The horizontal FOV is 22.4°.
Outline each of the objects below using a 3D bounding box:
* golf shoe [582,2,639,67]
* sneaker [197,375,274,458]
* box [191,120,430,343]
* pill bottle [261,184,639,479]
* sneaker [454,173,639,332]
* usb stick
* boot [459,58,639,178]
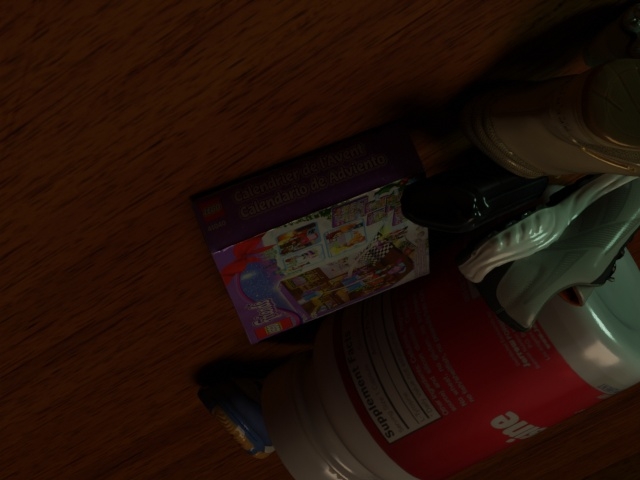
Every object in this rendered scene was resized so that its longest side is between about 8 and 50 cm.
[{"bbox_3d":[0.304,-0.172,1.403,0.176,0.069,0.086,0,169,-35],"label":"golf shoe"},{"bbox_3d":[-0.042,0.190,1.956,0.131,0.112,0.296,-43,158,8],"label":"sneaker"},{"bbox_3d":[0.000,0.000,1.525,0.201,0.057,0.293,-22,161,-3],"label":"box"},{"bbox_3d":[0.143,0.128,1.755,0.408,0.229,0.229,-31,158,26],"label":"pill bottle"},{"bbox_3d":[0.258,-0.005,1.554,0.271,0.108,0.100,-30,179,-20],"label":"sneaker"},{"bbox_3d":[0.143,-0.044,1.445,0.077,0.045,0.278,3,-172,19],"label":"usb stick"},{"bbox_3d":[0.273,-0.092,1.384,0.262,0.095,0.203,6,175,-29],"label":"boot"}]
